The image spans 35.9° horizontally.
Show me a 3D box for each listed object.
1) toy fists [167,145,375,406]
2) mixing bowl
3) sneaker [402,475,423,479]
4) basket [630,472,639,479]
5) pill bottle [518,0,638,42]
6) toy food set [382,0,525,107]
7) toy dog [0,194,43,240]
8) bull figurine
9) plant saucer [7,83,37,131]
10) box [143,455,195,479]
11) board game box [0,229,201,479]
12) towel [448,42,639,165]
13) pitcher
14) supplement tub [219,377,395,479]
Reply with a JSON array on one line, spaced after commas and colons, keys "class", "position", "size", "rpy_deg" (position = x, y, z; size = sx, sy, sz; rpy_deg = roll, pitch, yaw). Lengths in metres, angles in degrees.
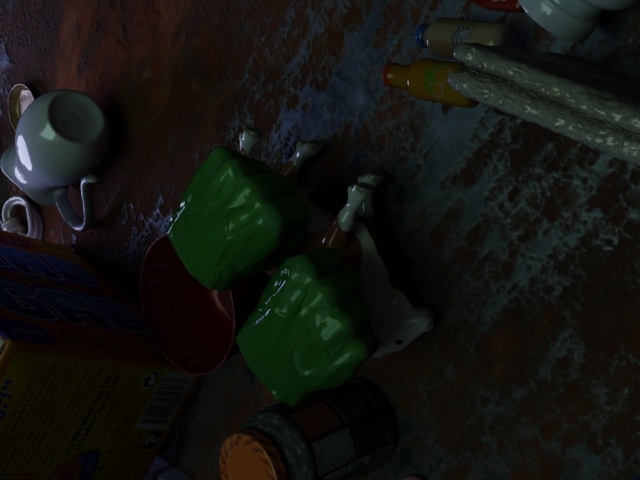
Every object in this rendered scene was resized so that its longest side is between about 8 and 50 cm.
[{"class": "toy fists", "position": [-0.045, 0.028, 1.028], "size": [0.279, 0.096, 0.142], "rpy_deg": [56, 133, 17]}, {"class": "mixing bowl", "position": [-0.136, 0.072, 1.254], "size": [0.181, 0.098, 0.181], "rpy_deg": [11, 106, 41]}, {"class": "sneaker", "position": [0.118, 0.323, 1.104], "size": [0.119, 0.057, 0.047], "rpy_deg": [48, 126, 23]}, {"class": "basket", "position": [0.335, 0.226, 0.737], "size": [0.201, 0.254, 0.289], "rpy_deg": [49, 142, 41]}, {"class": "pill bottle", "position": [0.246, -0.258, 0.816], "size": [0.103, 0.103, 0.184], "rpy_deg": [52, 130, 21]}, {"class": "toy food set", "position": [0.128, -0.249, 0.922], "size": [0.104, 0.111, 0.232], "rpy_deg": [17, 113, 39]}, {"class": "toy dog", "position": [-0.623, -0.041, 1.641], "size": [0.334, 0.161, 0.220], "rpy_deg": [45, 127, 26]}, {"class": "bull figurine", "position": [0.000, 0.000, 1.111], "size": [0.310, 0.101, 0.188], "rpy_deg": [28, 114, 33]}, {"class": "plant saucer", "position": [-0.464, -0.205, 1.554], "size": [0.083, 0.015, 0.083], "rpy_deg": [11, 107, 41]}, {"class": "box", "position": [-0.265, 0.392, 1.492], "size": [0.186, 0.038, 0.145], "rpy_deg": [18, 111, 38]}, {"class": "board game box", "position": [-0.454, 0.209, 1.330], "size": [0.356, 0.356, 0.357], "rpy_deg": [34, 98, 32]}, {"class": "towel", "position": [0.254, -0.095, 0.790], "size": [0.282, 0.187, 0.049], "rpy_deg": [30, 115, 36]}, {"class": "pitcher", "position": [-0.367, -0.112, 1.428], "size": [0.178, 0.125, 0.207], "rpy_deg": [50, 143, -3]}, {"class": "supplement tub", "position": [-0.015, 0.233, 1.114], "size": [0.117, 0.190, 0.117], "rpy_deg": [12, 108, 42]}]
